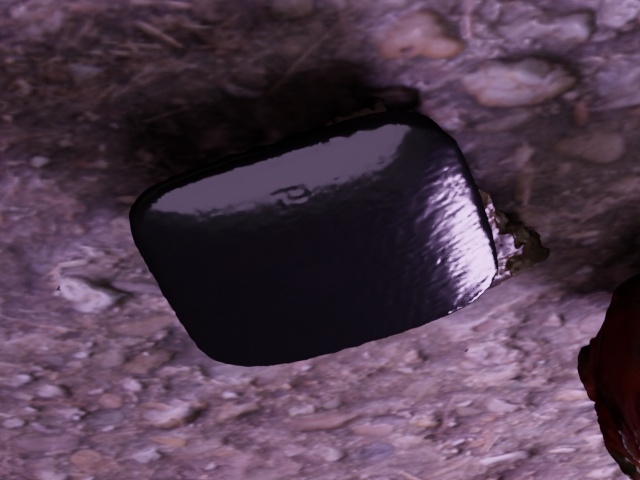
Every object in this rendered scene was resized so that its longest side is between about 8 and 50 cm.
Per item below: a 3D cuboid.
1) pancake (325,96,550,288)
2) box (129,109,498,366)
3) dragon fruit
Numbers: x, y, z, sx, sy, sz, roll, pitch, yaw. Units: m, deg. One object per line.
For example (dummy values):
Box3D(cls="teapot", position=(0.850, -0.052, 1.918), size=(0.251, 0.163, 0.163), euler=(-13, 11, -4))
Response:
Box3D(cls="pancake", position=(0.019, 0.002, 1.260), size=(0.212, 0.056, 0.257), euler=(-31, 136, 18))
Box3D(cls="box", position=(0.000, 0.000, 1.177), size=(0.212, 0.042, 0.201), euler=(-19, 139, 4))
Box3D(cls="dragon fruit", position=(0.309, 0.092, 1.355), size=(0.274, 0.193, 0.192), euler=(-24, 168, 41))
